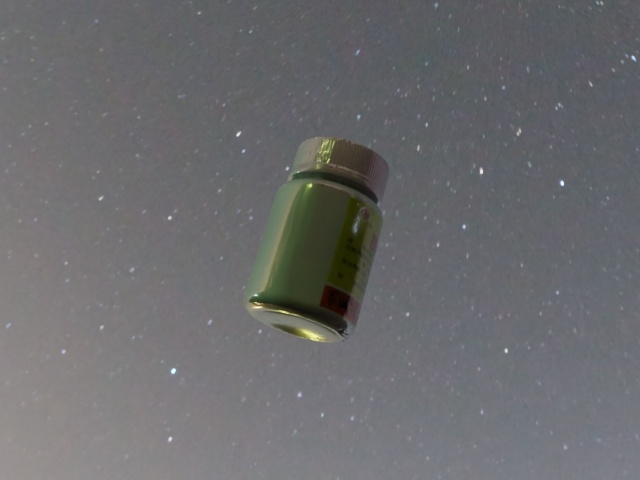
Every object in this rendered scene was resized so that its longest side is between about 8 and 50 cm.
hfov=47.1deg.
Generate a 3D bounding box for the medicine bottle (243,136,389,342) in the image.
[{"bbox_3d":[0.000,0.000,0.897,0.139,0.225,0.139,14,-18,5],"label":"medicine bottle"}]
